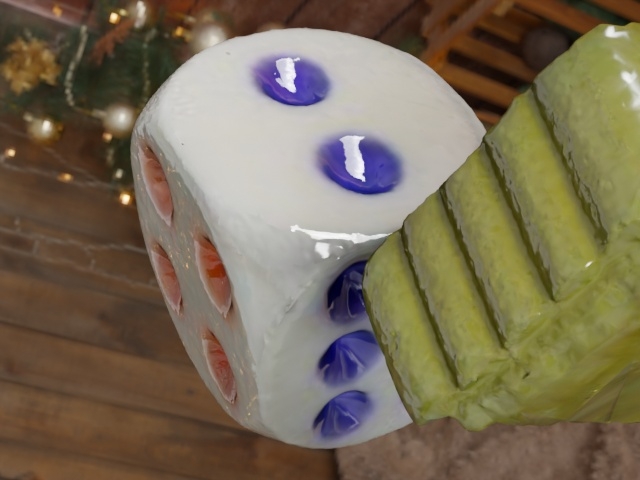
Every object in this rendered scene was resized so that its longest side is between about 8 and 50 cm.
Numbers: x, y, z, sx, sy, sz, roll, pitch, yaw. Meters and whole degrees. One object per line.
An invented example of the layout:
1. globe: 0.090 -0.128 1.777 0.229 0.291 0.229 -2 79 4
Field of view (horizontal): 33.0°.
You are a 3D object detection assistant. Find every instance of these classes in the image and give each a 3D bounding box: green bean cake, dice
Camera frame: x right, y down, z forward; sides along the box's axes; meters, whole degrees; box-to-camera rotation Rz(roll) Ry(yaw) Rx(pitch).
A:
1. green bean cake: 0.168 0.023 0.562 0.233 0.236 0.124 -48 44 44
2. dice: 0.000 0.000 0.876 0.251 0.243 0.259 53 151 36
